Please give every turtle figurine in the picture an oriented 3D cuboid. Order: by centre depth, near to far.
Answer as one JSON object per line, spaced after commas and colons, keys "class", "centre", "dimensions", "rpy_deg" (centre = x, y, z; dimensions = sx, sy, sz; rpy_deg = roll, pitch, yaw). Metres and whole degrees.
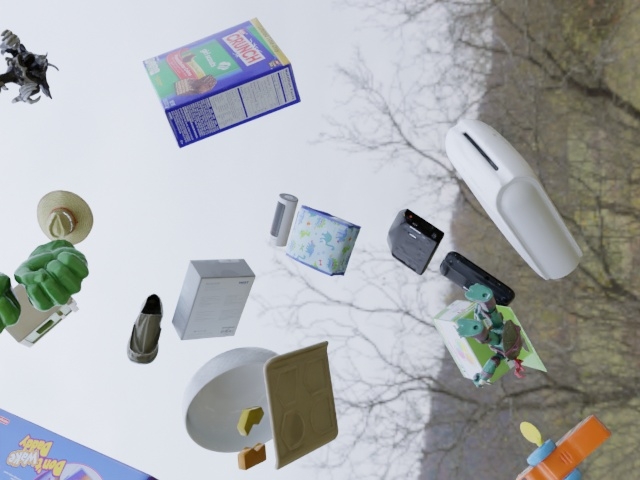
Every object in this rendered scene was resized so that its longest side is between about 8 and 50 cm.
{"class": "turtle figurine", "centre": [0.355, 0.198, 1.385], "dimensions": [0.234, 0.118, 0.175], "rpy_deg": [51, -145, -43]}

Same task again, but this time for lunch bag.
{"class": "lunch bag", "centre": [0.000, 0.000, 1.550], "dimensions": [0.096, 0.151, 0.129], "rpy_deg": [7, -77, -65]}

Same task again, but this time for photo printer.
{"class": "photo printer", "centre": [0.370, -0.091, 1.321], "dimensions": [0.307, 0.107, 0.256], "rpy_deg": [45, -166, -37]}

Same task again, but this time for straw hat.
{"class": "straw hat", "centre": [-0.605, -0.040, 1.565], "dimensions": [0.061, 0.144, 0.145], "rpy_deg": [-87, -8, -65]}

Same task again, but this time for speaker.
{"class": "speaker", "centre": [-0.099, -0.053, 1.781], "dimensions": [0.055, 0.055, 0.136], "rpy_deg": [-53, -19, -66]}

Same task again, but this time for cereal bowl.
{"class": "cereal bowl", "centre": [-0.227, 0.428, 1.894], "dimensions": [0.141, 0.339, 0.339], "rpy_deg": [-124, 20, -53]}

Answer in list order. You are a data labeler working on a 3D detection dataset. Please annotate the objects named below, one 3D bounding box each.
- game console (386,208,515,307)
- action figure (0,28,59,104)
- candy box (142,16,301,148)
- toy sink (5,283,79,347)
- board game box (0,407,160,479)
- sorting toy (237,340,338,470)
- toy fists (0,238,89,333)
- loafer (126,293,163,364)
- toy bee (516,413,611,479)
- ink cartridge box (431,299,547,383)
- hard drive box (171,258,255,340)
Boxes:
{"class": "game console", "centre": [0.330, 0.066, 1.742], "dimensions": [0.044, 0.361, 0.213], "rpy_deg": [-50, -13, -23]}
{"class": "action figure", "centre": [-0.688, -0.370, 1.494], "dimensions": [0.275, 0.141, 0.164], "rpy_deg": [-41, -66, -41]}
{"class": "candy box", "centre": [-0.244, -0.391, 1.642], "dimensions": [0.122, 0.317, 0.268], "rpy_deg": [77, 167, -45]}
{"class": "toy sink", "centre": [-0.753, 0.168, 1.839], "dimensions": [0.234, 0.131, 0.153], "rpy_deg": [-44, -1, -19]}
{"class": "board game box", "centre": [-0.373, 0.375, 0.872], "dimensions": [0.078, 0.347, 0.233], "rpy_deg": [55, -127, -45]}
{"class": "sorting toy", "centre": [-0.071, 0.343, 1.380], "dimensions": [0.307, 0.041, 0.229], "rpy_deg": [-6, -88, -54]}
{"class": "toy fists", "centre": [-0.597, 0.095, 1.331], "dimensions": [0.142, 0.279, 0.096], "rpy_deg": [50, 157, 44]}
{"class": "loafer", "centre": [-0.511, 0.252, 1.965], "dimensions": [0.251, 0.094, 0.087], "rpy_deg": [-97, 16, -50]}
{"class": "toy bee", "centre": [0.480, 0.488, 1.454], "dimensions": [0.162, 0.298, 0.195], "rpy_deg": [82, 170, -68]}
{"class": "ink cartridge box", "centre": [0.406, 0.252, 1.648], "dimensions": [0.189, 0.097, 0.255], "rpy_deg": [60, 165, -7]}
{"class": "hard drive box", "centre": [-0.315, 0.173, 1.973], "dimensions": [0.181, 0.089, 0.232], "rpy_deg": [0, -55, -37]}
